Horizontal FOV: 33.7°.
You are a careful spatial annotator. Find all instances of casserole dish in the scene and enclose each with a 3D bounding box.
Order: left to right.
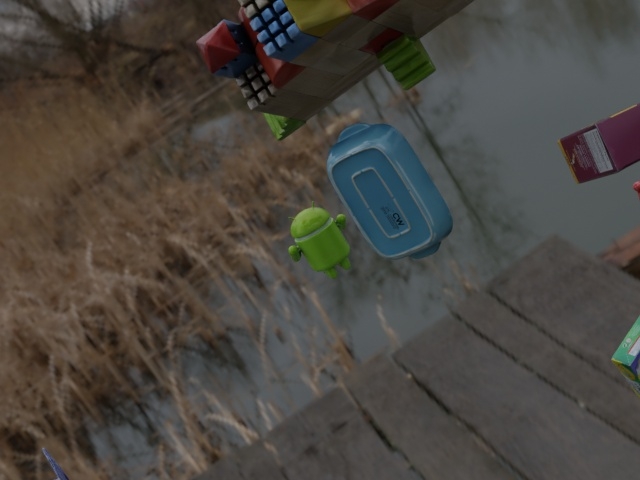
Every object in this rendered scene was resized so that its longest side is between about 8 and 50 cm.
[{"bbox_3d":[0.078,-0.051,1.263,0.114,0.188,0.037,-23,17,33],"label":"casserole dish"}]

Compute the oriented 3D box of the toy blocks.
[{"bbox_3d":[0.007,-0.271,1.258,0.381,0.190,0.261,-33,-15,25],"label":"toy blocks"}]

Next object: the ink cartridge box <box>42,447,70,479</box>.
[{"bbox_3d":[-0.306,0.444,1.420,0.065,0.311,0.185,-28,-28,-12],"label":"ink cartridge box"}]

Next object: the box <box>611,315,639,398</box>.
[{"bbox_3d":[0.551,0.209,1.732,0.043,0.179,0.105,20,68,50],"label":"box"}]

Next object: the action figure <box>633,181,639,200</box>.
[{"bbox_3d":[0.419,-0.045,1.284,0.030,0.115,0.038,-39,39,40],"label":"action figure"}]

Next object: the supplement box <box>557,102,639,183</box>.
[{"bbox_3d":[0.237,-0.079,0.858,0.055,0.043,0.083,-24,1,-10],"label":"supplement box"}]

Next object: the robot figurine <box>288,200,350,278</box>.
[{"bbox_3d":[0.000,0.000,1.587,0.101,0.115,0.067,-34,16,-6],"label":"robot figurine"}]
